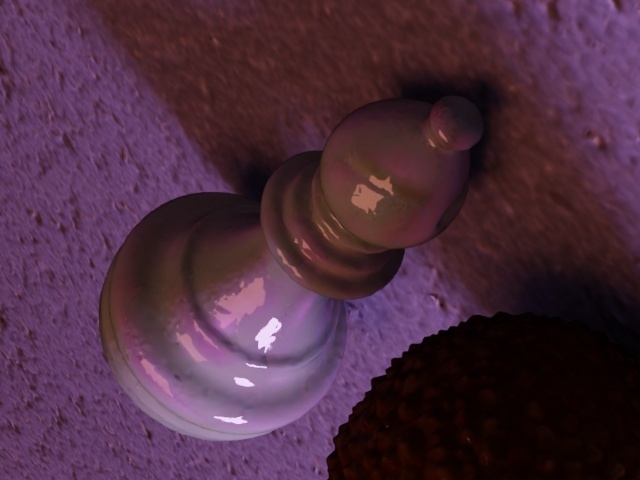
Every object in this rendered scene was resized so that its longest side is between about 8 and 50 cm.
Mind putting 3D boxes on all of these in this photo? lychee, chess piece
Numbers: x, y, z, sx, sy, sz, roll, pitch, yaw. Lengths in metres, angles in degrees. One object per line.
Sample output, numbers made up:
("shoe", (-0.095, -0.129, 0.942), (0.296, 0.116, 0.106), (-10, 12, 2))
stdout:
("lychee", (0.092, 0.125, 0.783), (0.194, 0.194, 0.194), (36, 150, 25))
("chess piece", (0.000, 0.000, 0.847), (0.139, 0.139, 0.272), (50, 141, -2))
